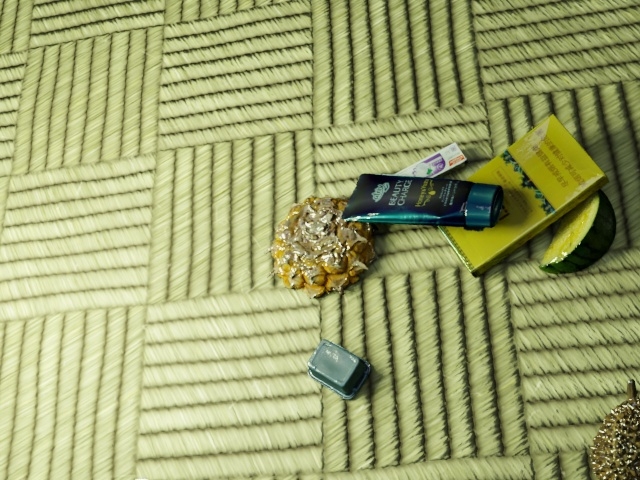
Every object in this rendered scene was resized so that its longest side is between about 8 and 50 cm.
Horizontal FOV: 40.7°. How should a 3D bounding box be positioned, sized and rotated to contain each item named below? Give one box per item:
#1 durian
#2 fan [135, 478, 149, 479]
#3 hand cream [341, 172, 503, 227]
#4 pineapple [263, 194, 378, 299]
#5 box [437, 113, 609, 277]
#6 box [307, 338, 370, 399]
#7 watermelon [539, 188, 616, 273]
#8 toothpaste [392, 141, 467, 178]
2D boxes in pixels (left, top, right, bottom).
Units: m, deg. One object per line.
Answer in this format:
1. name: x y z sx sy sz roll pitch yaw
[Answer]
1. durian: 0.477 0.295 1.283 0.148 0.091 0.188 -4 63 12
2. fan: -0.324 0.472 1.448 0.240 0.009 0.131 -18 62 6
3. hand cream: 0.176 -0.067 1.499 0.270 0.061 0.120 5 51 27
4. pineapple: 0.000 0.000 1.554 0.224 0.076 0.225 -7 64 14
5. box: 0.335 -0.077 1.488 0.279 0.041 0.153 -38 61 11
6. box: 0.027 0.213 1.456 0.099 0.054 0.074 27 73 25
7. watermelon: 0.457 -0.014 1.468 0.092 0.075 0.181 -11 47 61
8. toothpaste: 0.174 -0.113 1.582 0.196 0.040 0.047 -28 65 0
